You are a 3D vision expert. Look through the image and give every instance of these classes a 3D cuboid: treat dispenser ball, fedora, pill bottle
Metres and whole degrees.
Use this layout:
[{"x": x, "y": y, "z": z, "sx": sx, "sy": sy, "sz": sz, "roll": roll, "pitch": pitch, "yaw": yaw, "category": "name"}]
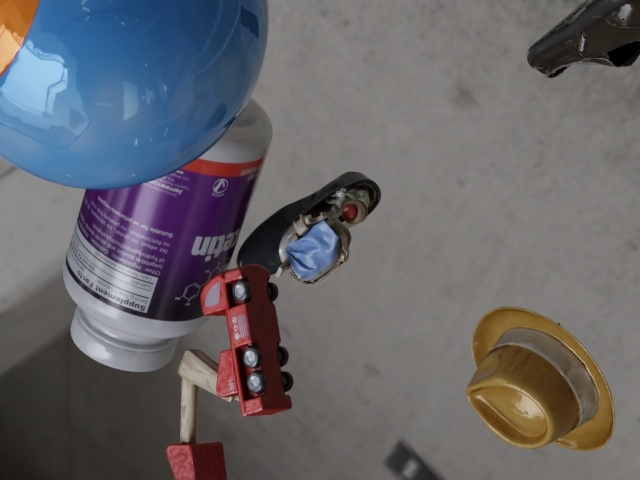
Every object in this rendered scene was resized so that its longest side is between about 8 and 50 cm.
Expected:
[{"x": -0.187, "y": -0.188, "z": 1.265, "sx": 0.288, "sy": 0.288, "sz": 0.288, "roll": 41, "pitch": 154, "yaw": 25, "category": "treat dispenser ball"}, {"x": 0.218, "y": 0.162, "z": 1.573, "sx": 0.194, "sy": 0.079, "sz": 0.194, "roll": 34, "pitch": 142, "yaw": 32, "category": "fedora"}, {"x": -0.181, "y": -0.019, "z": 1.669, "sx": 0.181, "sy": 0.181, "sz": 0.323, "roll": 37, "pitch": 120, "yaw": 32, "category": "pill bottle"}]

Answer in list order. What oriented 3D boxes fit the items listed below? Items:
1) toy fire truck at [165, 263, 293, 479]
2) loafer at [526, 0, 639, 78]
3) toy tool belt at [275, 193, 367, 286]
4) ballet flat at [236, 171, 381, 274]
[{"x": -0.093, "y": 0.129, "z": 1.410, "sx": 0.135, "sy": 0.047, "sz": 0.192, "roll": -19, "pitch": 75, "yaw": 37, "category": "toy fire truck"}, {"x": 0.279, "y": -0.199, "z": 1.490, "sx": 0.078, "sy": 0.080, "sz": 0.220, "roll": 50, "pitch": 162, "yaw": -3, "category": "loafer"}, {"x": 0.000, "y": 0.000, "z": 1.215, "sx": 0.052, "sy": 0.051, "sz": 0.083, "roll": 49, "pitch": 113, "yaw": 20, "category": "toy tool belt"}, {"x": -0.006, "y": -0.017, "z": 1.719, "sx": 0.074, "sy": 0.203, "sz": 0.074, "roll": 36, "pitch": 145, "yaw": 30, "category": "ballet flat"}]
